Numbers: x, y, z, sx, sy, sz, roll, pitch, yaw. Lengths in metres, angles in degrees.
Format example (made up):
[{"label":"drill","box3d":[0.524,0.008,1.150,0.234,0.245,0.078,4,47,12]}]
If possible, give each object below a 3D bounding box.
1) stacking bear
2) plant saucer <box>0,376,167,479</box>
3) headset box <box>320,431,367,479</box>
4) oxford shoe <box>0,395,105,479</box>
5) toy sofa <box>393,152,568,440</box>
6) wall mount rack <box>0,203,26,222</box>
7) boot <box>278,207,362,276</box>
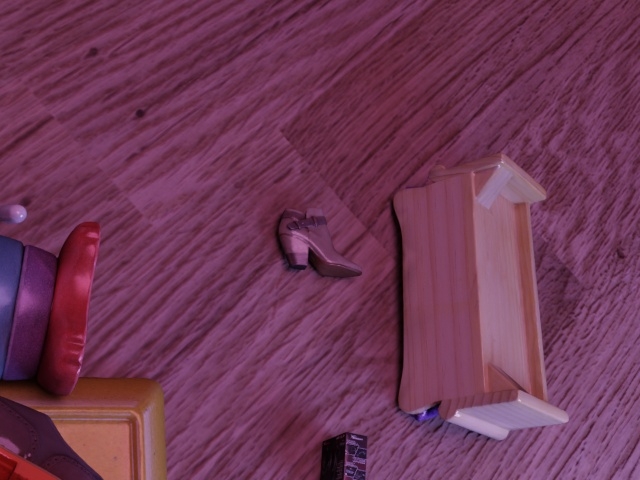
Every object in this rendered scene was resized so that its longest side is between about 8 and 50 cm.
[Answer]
[{"label":"stacking bear","box3d":[-0.384,0.057,0.983,0.288,0.164,0.176,11,61,-18]},{"label":"plant saucer","box3d":[-0.296,0.288,0.983,0.332,0.081,0.333,5,66,-28]},{"label":"headset box","box3d":[0.027,0.279,1.184,0.032,0.062,0.083,17,62,-23]},{"label":"oxford shoe","box3d":[-0.321,0.186,0.926,0.271,0.097,0.098,41,21,0]},{"label":"toy sofa","box3d":[0.216,0.079,1.349,0.150,0.177,0.363,28,54,-47]},{"label":"wall mount rack","box3d":[-0.451,-0.077,0.949,0.350,0.130,0.304,-1,41,-42]},{"label":"boot","box3d":[0.000,0.000,1.303,0.118,0.042,0.087,11,62,-27]}]
